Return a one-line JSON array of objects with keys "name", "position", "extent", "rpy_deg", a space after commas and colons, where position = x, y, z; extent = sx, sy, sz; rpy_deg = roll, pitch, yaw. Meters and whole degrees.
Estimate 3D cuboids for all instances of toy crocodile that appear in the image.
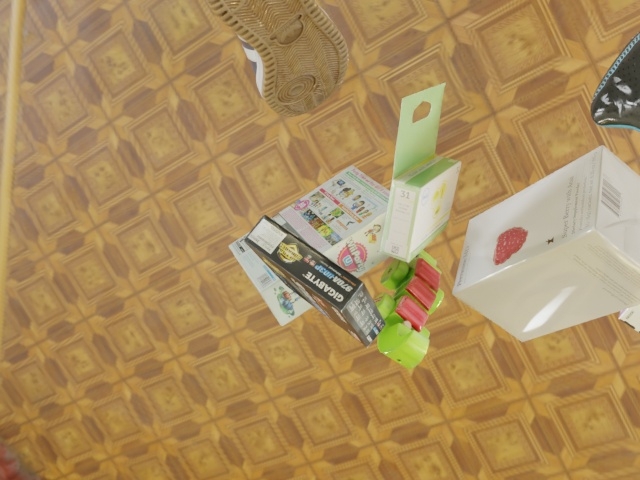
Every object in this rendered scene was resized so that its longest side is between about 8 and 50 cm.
[{"name": "toy crocodile", "position": [0.168, 0.108, 1.200], "extent": [0.115, 0.340, 0.105], "rpy_deg": [42, 124, -5]}]

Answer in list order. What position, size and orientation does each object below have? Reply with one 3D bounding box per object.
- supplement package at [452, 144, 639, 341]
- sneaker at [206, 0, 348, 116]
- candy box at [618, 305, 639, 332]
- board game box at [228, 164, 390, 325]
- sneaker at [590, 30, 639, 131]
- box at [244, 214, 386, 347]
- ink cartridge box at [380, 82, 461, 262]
[{"name": "supplement package", "position": [0.387, 0.018, 1.058], "extent": [0.175, 0.177, 0.293], "rpy_deg": [33, 143, -16]}, {"name": "sneaker", "position": [-0.063, -0.237, 0.624], "extent": [0.099, 0.282, 0.153], "rpy_deg": [-33, 70, 4]}, {"name": "candy box", "position": [0.701, 0.136, 1.230], "extent": [0.196, 0.070, 0.165], "rpy_deg": [36, 118, 15]}, {"name": "board game box", "position": [0.000, 0.000, 1.235], "extent": [0.303, 0.224, 0.097], "rpy_deg": [-33, 122, -7]}, {"name": "sneaker", "position": [0.346, -0.030, 0.469], "extent": [0.139, 0.125, 0.341], "rpy_deg": [-46, 69, 37]}, {"name": "box", "position": [-0.001, 0.064, 0.942], "extent": [0.175, 0.220, 0.051], "rpy_deg": [35, 80, 23]}, {"name": "ink cartridge box", "position": [0.161, -0.105, 0.983], "extent": [0.056, 0.171, 0.235], "rpy_deg": [20, 118, 24]}]
